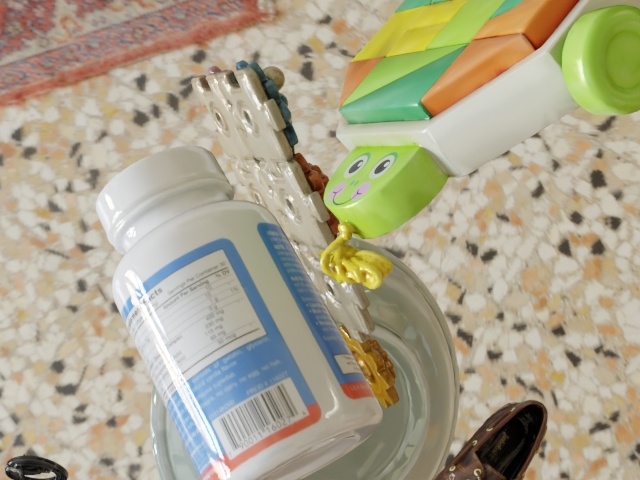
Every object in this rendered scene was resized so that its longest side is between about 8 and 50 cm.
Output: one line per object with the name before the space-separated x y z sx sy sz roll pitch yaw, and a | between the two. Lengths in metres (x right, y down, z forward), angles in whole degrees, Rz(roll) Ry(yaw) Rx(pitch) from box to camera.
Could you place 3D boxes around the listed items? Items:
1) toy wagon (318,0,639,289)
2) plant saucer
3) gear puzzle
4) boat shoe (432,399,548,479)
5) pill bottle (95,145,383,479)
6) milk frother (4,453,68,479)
toy wagon | 0.106 -0.118 0.646 0.068 0.267 0.344 47 75 -21
plant saucer | 0.011 0.192 1.195 0.401 0.100 0.400 -1 93 -27
gear puzzle | 0.000 0.000 0.903 0.044 0.175 0.338 -30 105 -17
boat shoe | 0.168 0.246 1.095 0.073 0.073 0.207 39 61 1
pill bottle | -0.062 0.051 0.696 0.124 0.124 0.221 -32 71 10
milk frother | -0.328 0.328 1.171 0.129 0.143 0.134 -18 54 -10
